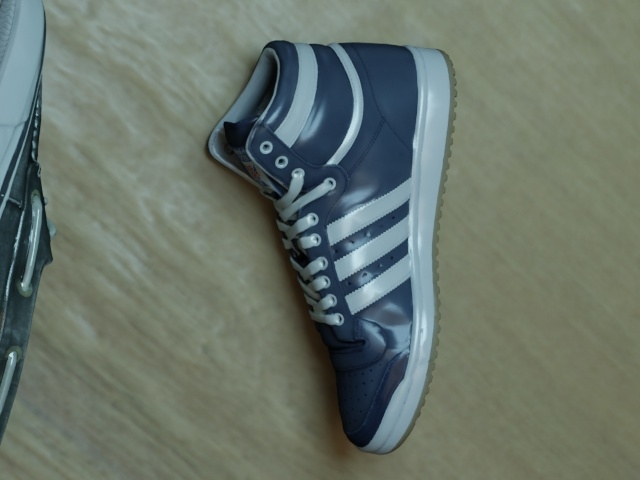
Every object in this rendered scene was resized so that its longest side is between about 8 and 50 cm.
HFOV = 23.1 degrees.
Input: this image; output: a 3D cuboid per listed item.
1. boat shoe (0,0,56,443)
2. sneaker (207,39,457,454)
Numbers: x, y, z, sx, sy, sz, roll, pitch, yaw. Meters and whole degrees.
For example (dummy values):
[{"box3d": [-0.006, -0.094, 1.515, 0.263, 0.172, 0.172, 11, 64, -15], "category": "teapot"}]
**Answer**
[{"box3d": [-0.228, -0.008, 0.981, 0.119, 0.121, 0.335, 31, 68, -55], "category": "boat shoe"}, {"box3d": [0.000, 0.000, 1.059, 0.153, 0.099, 0.282, 7, 87, -24], "category": "sneaker"}]
